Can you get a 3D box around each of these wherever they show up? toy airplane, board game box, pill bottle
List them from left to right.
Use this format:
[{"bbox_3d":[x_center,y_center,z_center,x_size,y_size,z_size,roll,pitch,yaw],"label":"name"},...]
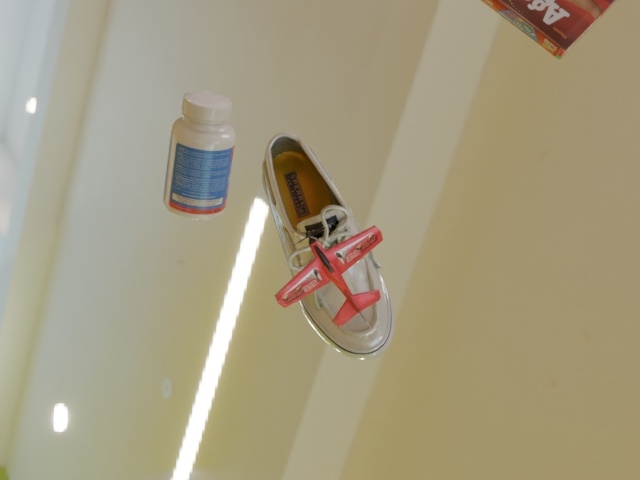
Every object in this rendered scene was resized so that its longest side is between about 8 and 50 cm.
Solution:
[{"bbox_3d":[-0.226,-0.162,1.922,0.124,0.124,0.222,47,-46,50],"label":"pill bottle"},{"bbox_3d":[0.023,0.046,1.227,0.028,0.151,0.151,-128,-130,-67],"label":"toy airplane"},{"bbox_3d":[0.247,-0.369,1.337,0.281,0.145,0.027,40,-21,11],"label":"board game box"}]

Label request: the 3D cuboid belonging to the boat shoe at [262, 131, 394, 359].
[{"bbox_3d":[0.008,-0.005,1.504,0.156,0.135,0.367,81,-12,-71],"label":"boat shoe"}]
